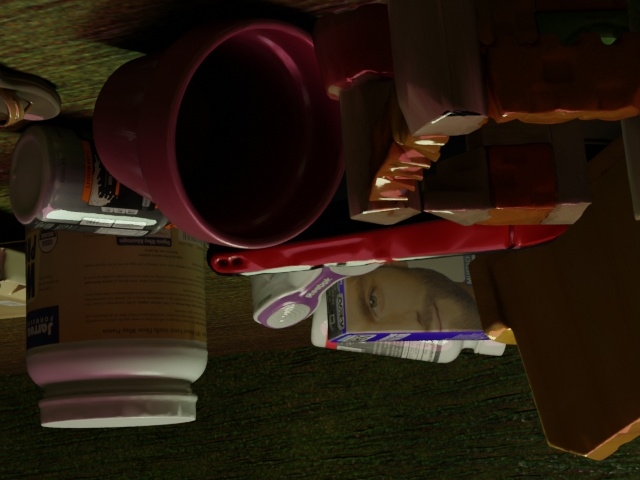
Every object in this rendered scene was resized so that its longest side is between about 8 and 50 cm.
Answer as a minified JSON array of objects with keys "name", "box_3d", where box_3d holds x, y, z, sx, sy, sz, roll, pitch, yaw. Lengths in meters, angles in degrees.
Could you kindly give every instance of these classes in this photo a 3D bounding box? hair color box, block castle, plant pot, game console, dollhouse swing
[{"name":"hair color box","box_3d":[0.180,0.060,2.234,0.339,0.185,0.110,0,170,-15]},{"name":"block castle","box_3d":[0.234,-0.152,1.014,0.453,0.212,0.303,-3,166,-8]},{"name":"plant pot","box_3d":[-0.104,-0.100,1.298,0.201,0.201,0.180,6,-178,-41]},{"name":"game console","box_3d":[0.064,-0.055,1.469,0.342,0.060,0.386,-5,-165,1]},{"name":"dollhouse swing","box_3d":[0.391,0.056,1.600,0.315,0.305,0.347,8,138,-46]}]

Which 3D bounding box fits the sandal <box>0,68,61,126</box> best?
[{"name":"sandal","box_3d":[-0.315,-0.136,1.386,0.072,0.049,0.180,-6,169,18]}]

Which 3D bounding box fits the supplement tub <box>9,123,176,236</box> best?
[{"name":"supplement tub","box_3d":[-0.241,-0.065,1.616,0.190,0.117,0.117,4,168,-35]}]

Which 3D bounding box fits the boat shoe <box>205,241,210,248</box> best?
[{"name":"boat shoe","box_3d":[-0.072,-0.010,2.035,0.084,0.095,0.258,3,166,-36]}]

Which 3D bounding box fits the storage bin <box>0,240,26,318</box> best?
[{"name":"storage bin","box_3d":[-0.509,0.040,2.126,0.260,0.123,0.262,-7,169,20]}]

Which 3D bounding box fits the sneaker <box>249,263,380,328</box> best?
[{"name":"sneaker","box_3d":[0.000,0.000,2.100,0.305,0.152,0.114,-35,142,28]}]

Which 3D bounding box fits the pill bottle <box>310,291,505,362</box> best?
[{"name":"pill bottle","box_3d":[0.150,0.108,2.384,0.319,0.176,0.176,7,170,1]}]

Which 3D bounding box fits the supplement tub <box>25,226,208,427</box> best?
[{"name":"supplement tub","box_3d":[-0.257,0.073,1.817,0.228,0.316,0.228,-3,170,0]}]

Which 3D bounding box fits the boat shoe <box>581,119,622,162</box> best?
[{"name":"boat shoe","box_3d":[0.258,-0.082,1.690,0.301,0.102,0.108,-2,170,-2]}]
